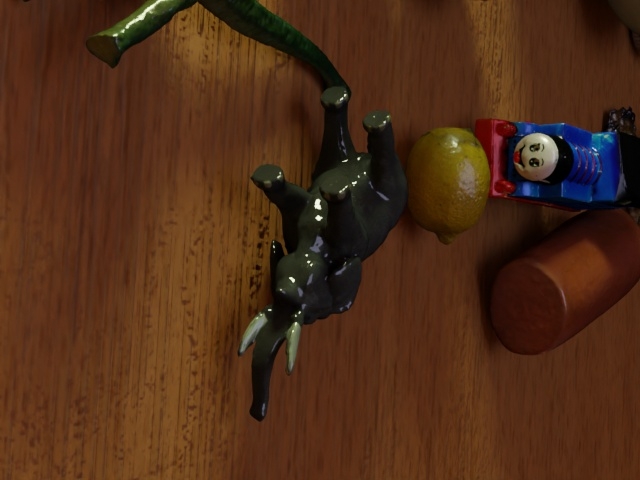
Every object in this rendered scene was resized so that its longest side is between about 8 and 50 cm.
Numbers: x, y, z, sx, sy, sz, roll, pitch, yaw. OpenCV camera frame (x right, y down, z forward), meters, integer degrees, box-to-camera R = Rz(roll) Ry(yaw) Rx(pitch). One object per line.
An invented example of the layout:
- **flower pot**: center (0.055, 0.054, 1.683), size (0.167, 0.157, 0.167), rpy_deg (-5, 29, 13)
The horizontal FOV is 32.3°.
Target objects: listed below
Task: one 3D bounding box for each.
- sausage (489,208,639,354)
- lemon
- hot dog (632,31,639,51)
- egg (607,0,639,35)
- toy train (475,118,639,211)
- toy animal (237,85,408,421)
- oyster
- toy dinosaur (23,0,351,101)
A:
- **sausage**: center (0.284, 0.034, 1.220), size (0.259, 0.113, 0.114), rpy_deg (-27, 110, -48)
- **lemon**: center (0.117, -0.051, 1.029), size (0.082, 0.082, 0.111), rpy_deg (2, 95, -52)
- **hot dog**: center (0.478, -0.321, 1.514), size (0.192, 0.053, 0.099), rpy_deg (-43, 126, -40)
- **egg**: center (0.438, -0.364, 1.358), size (0.183, 0.182, 0.264), rpy_deg (42, 52, -44)
- **toy train**: center (0.250, -0.078, 1.156), size (0.204, 0.131, 0.083), rpy_deg (5, 87, -52)
- **toy animal**: center (-0.003, -0.005, 0.857), size (0.270, 0.082, 0.137), rpy_deg (-61, 152, -34)
- **oyster**: center (0.401, -0.084, 1.419), size (0.105, 0.056, 0.177), rpy_deg (25, 65, -57)
- **toy dinosaur**: center (-0.089, -0.242, 0.764), size (0.301, 0.087, 0.447), rpy_deg (-39, 126, -44)
